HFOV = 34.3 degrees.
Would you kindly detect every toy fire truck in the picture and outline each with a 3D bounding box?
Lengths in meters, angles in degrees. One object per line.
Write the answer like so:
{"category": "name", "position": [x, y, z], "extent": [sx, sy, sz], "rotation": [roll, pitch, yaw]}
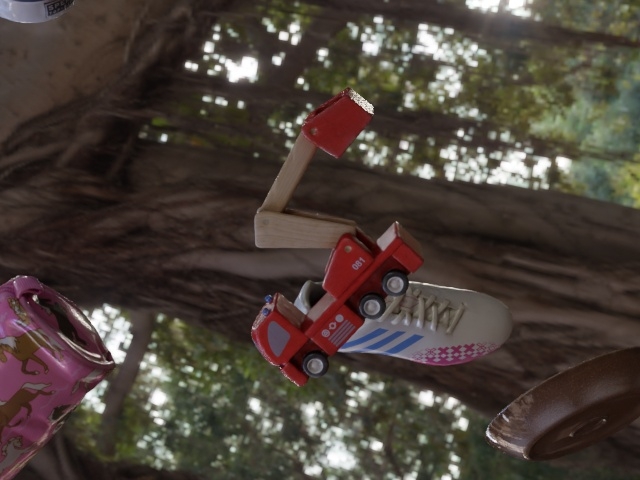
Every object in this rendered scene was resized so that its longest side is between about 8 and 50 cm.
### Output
{"category": "toy fire truck", "position": [0.000, 0.000, 0.757], "extent": [0.192, 0.135, 0.047], "rotation": [-46, 10, 14]}

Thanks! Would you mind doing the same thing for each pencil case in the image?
{"category": "pencil case", "position": [-0.420, 0.214, 1.214], "extent": [0.386, 0.160, 0.167], "rotation": [-44, -22, 4]}

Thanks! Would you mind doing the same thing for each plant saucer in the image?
{"category": "plant saucer", "position": [0.263, 0.173, 1.040], "extent": [0.198, 0.036, 0.199], "rotation": [-18, -30, -11]}

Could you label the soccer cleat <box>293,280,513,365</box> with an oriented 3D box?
{"category": "soccer cleat", "position": [0.121, 0.111, 1.512], "extent": [0.143, 0.331, 0.116], "rotation": [88, -178, -60]}

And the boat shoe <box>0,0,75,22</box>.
{"category": "boat shoe", "position": [-0.420, -0.360, 1.070], "extent": [0.136, 0.367, 0.157], "rotation": [-53, -17, -37]}
